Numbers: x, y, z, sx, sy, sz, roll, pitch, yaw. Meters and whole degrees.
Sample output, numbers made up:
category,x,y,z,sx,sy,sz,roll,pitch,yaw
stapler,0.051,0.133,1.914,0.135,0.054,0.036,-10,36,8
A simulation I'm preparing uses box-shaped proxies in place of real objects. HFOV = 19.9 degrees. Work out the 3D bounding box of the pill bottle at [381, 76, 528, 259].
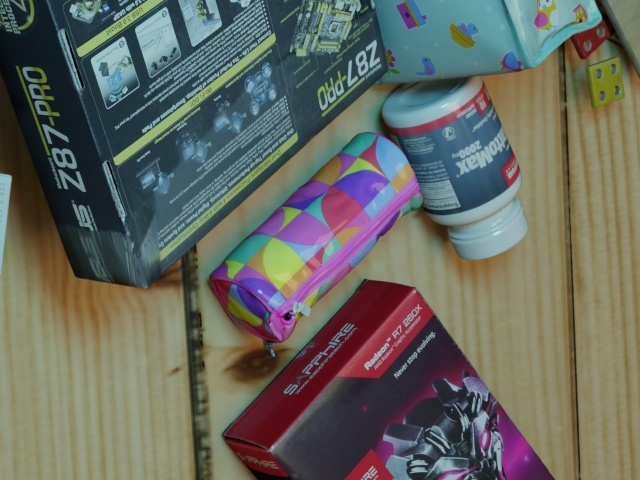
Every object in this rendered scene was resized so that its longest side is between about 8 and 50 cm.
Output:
category,x,y,z,sx,sy,sz,roll,pitch,yaw
pill bottle,0.143,-0.076,1.849,0.108,0.108,0.180,-39,116,-28

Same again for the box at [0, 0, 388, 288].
category,x,y,z,sx,sy,sz,roll,pitch,yaw
box,-0.105,-0.196,1.575,0.395,0.097,0.318,-45,129,-40

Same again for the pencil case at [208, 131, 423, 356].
category,x,y,z,sx,sy,sz,roll,pitch,yaw
pencil case,0.000,0.000,1.755,0.236,0.104,0.104,-47,120,-25

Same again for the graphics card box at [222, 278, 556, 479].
category,x,y,z,sx,sy,sz,roll,pitch,yaw
graphics card box,0.097,0.250,1.841,0.233,0.094,0.371,-46,116,-23

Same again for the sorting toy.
category,x,y,z,sx,sy,sz,roll,pitch,yaw
sorting toy,0.355,-0.260,2.027,0.274,0.046,0.132,-46,119,-25

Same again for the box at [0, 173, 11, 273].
category,x,y,z,sx,sy,sz,roll,pitch,yaw
box,-0.324,-0.019,1.507,0.102,0.101,0.087,5,92,-36

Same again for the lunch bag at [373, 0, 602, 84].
category,x,y,z,sx,sy,sz,roll,pitch,yaw
lunch bag,0.116,-0.292,1.733,0.160,0.223,0.262,-38,116,-36
